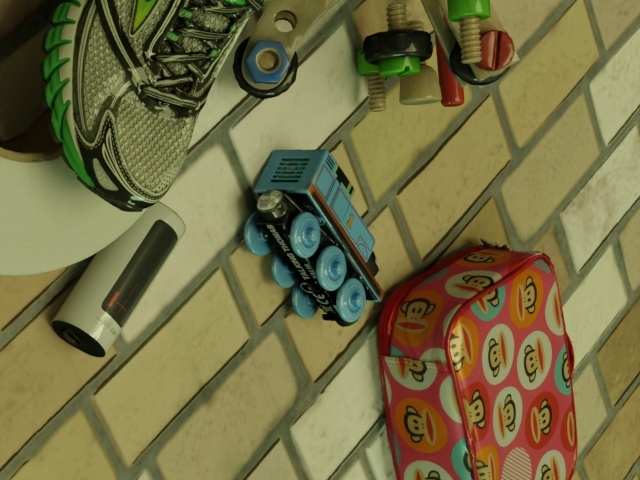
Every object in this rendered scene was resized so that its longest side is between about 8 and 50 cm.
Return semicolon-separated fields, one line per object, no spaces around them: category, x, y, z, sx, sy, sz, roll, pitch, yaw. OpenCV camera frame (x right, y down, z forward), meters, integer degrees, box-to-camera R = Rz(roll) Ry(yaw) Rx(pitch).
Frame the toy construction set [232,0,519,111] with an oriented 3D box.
toy construction set;0.057;-0.249;1.700;0.309;0.257;0.237;5;80;-71

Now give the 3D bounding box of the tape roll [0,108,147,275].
tape roll;-0.240;-0.165;1.447;0.392;0.072;0.392;-13;107;-48

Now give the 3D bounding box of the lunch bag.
lunch bag;0.183;0.155;1.975;0.258;0.120;0.293;-28;117;-45

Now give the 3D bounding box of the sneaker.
sneaker;-0.108;-0.188;1.433;0.134;0.146;0.344;20;82;-50

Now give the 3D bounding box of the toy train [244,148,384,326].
toy train;0.000;0.000;1.762;0.184;0.080;0.105;55;51;-40

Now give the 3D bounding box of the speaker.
speaker;-0.170;0.031;1.580;0.136;0.055;0.055;-58;135;-24
